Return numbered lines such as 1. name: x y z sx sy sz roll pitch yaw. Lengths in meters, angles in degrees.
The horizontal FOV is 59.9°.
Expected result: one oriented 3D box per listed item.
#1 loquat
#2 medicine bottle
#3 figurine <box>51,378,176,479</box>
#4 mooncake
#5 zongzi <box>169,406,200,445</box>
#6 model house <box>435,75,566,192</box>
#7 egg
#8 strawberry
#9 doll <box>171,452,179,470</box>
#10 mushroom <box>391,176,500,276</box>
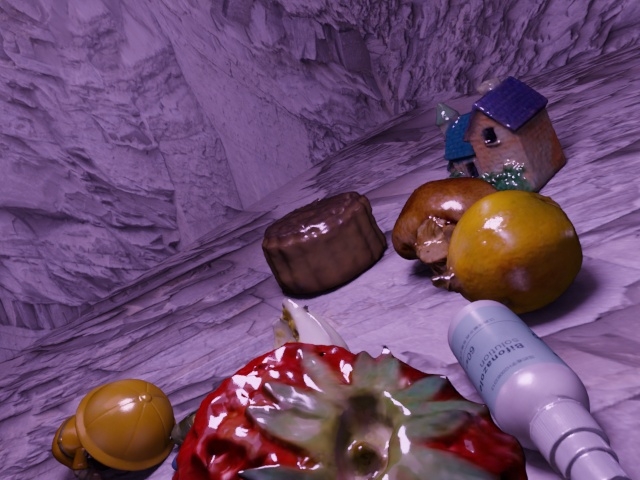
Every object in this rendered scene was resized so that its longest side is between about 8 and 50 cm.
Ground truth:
1. loquat: 0.301 0.030 0.930 0.246 0.213 0.213 -24 16 -1
2. medicine bottle: 0.256 0.186 0.675 0.110 0.110 0.352 -26 16 3
3. figurine: -0.400 0.359 1.056 0.257 0.167 0.192 -23 30 20
4. mooncake: 0.002 0.000 1.498 0.324 0.187 0.324 -23 15 6
5. zongzi: -0.216 0.339 1.053 0.109 0.055 0.119 -33 -7 23
6. model house: 0.443 -0.274 1.488 0.245 0.280 0.312 -37 18 -31
7. egg: -0.036 0.245 0.865 0.206 0.162 0.271 26 84 31
8. strawberry: 0.012 0.257 0.511 0.292 0.309 0.291 7 27 -3
9. doll: -0.204 0.366 0.980 0.125 0.027 0.037 -27 17 -13
10. mushroom: 0.273 -0.033 1.172 0.263 0.195 0.283 -15 20 19
